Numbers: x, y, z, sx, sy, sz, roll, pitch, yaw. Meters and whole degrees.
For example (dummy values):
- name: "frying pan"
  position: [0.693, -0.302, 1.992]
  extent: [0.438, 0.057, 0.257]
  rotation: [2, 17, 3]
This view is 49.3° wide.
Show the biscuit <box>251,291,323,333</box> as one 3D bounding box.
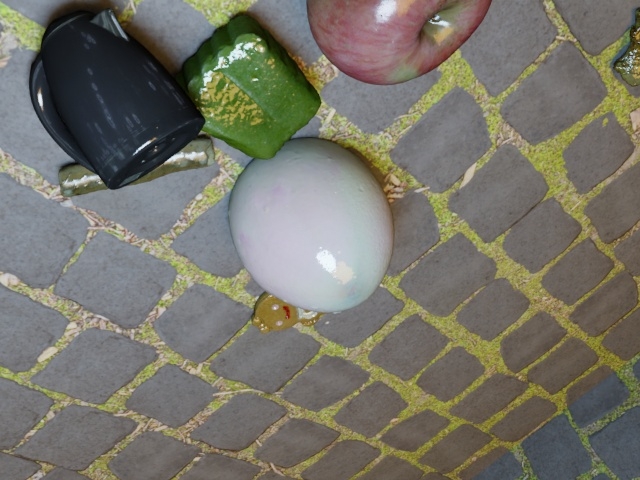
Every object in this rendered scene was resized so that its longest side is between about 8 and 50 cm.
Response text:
- name: "biscuit"
  position: [-0.063, 0.166, 1.818]
  extent: [0.248, 0.035, 0.184]
  rotation: [-15, 131, -9]

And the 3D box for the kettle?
- name: "kettle"
  position: [-0.389, -0.245, 1.222]
  extent: [0.268, 0.207, 0.290]
  rotation: [-36, 93, 29]

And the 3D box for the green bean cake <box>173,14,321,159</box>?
- name: "green bean cake"
  position: [-0.140, -0.285, 1.361]
  extent: [0.222, 0.125, 0.248]
  rotation: [-40, 129, 15]

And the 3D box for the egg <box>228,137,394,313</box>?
- name: "egg"
  position: [0.000, 0.000, 1.505]
  extent: [0.354, 0.340, 0.355]
  rotation: [-12, 130, -15]

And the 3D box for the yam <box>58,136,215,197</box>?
- name: "yam"
  position: [-0.369, -0.151, 1.413]
  extent: [0.317, 0.067, 0.071]
  rotation: [-14, 145, -10]

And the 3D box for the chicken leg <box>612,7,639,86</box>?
- name: "chicken leg"
  position: [0.729, -0.447, 1.620]
  extent: [0.093, 0.070, 0.178]
  rotation: [-9, 123, -7]

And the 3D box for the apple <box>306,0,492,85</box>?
- name: "apple"
  position: [0.134, -0.452, 1.247]
  extent: [0.344, 0.269, 0.345]
  rotation: [-28, 153, -16]
